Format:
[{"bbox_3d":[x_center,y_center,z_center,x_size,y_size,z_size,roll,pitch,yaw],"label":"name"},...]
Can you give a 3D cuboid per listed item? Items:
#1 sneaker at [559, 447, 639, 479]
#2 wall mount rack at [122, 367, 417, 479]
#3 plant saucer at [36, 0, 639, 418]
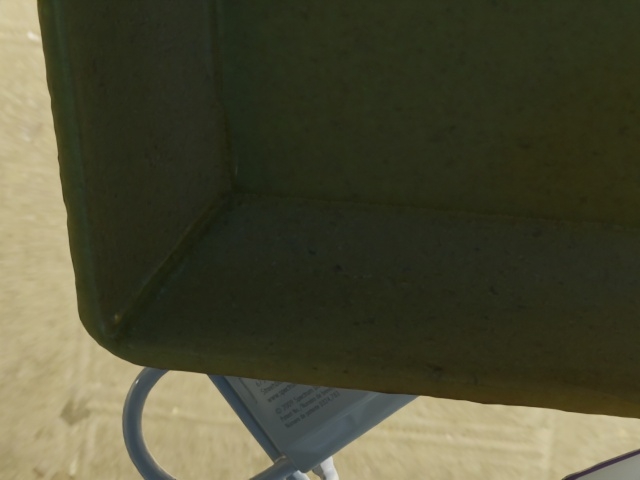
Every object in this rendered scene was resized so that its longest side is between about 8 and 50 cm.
[{"bbox_3d":[0.065,0.136,0.609,0.102,0.161,0.282,38,119,-9],"label":"sneaker"},{"bbox_3d":[0.000,0.000,1.078,0.350,0.130,0.304,-34,98,9],"label":"wall mount rack"},{"bbox_3d":[0.075,-0.096,0.541,0.333,0.081,0.332,5,124,11],"label":"plant saucer"}]
